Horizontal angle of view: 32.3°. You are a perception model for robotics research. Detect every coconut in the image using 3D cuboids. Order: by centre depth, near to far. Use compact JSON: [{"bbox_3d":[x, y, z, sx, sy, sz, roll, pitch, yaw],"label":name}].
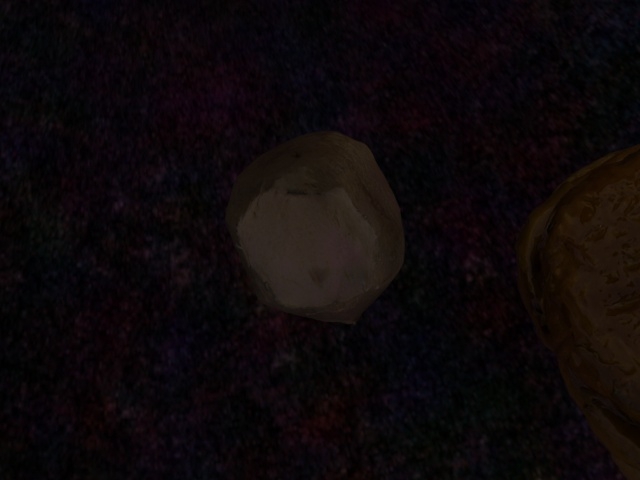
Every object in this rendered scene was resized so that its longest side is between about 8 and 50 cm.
[{"bbox_3d":[0.000,0.000,0.693,0.110,0.110,0.124,-24,107,5],"label":"coconut"}]

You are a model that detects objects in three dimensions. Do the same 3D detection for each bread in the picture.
[{"bbox_3d":[0.238,0.039,0.688,0.198,0.236,0.120,-26,158,2],"label":"bread"}]
